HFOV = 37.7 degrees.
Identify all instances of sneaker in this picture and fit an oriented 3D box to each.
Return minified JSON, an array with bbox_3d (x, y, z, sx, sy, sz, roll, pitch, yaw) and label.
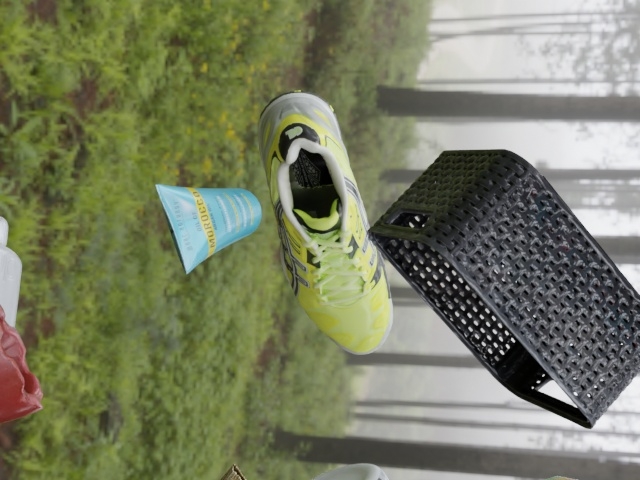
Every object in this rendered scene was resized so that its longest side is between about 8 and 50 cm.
[{"bbox_3d":[0.000,0.000,1.250,0.147,0.145,0.385,-93,163,-66],"label":"sneaker"}]

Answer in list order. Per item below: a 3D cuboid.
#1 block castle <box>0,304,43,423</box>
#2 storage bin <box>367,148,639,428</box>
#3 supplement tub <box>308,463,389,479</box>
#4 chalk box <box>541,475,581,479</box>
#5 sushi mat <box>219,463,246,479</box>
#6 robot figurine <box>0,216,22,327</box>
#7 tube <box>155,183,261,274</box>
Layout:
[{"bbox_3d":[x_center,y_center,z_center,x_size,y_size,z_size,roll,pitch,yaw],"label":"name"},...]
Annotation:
[{"bbox_3d":[-0.167,0.294,0.656,0.303,0.212,0.453,48,-21,57],"label":"block castle"},{"bbox_3d":[0.133,0.030,0.641,0.084,0.180,0.122,-47,-163,-10],"label":"storage bin"},{"bbox_3d":[0.065,0.491,1.304,0.316,0.193,0.193,66,15,-5],"label":"supplement tub"},{"bbox_3d":[0.294,0.434,1.344,0.132,0.213,0.132,147,-68,-74],"label":"chalk box"},{"bbox_3d":[-0.215,0.633,2.063,0.019,0.151,0.316,-24,156,-51],"label":"sushi mat"},{"bbox_3d":[-0.552,0.121,1.371,0.300,0.199,0.354,36,51,-60],"label":"robot figurine"},{"bbox_3d":[-0.108,-0.019,0.892,0.080,0.052,0.207,66,13,-1],"label":"tube"}]
